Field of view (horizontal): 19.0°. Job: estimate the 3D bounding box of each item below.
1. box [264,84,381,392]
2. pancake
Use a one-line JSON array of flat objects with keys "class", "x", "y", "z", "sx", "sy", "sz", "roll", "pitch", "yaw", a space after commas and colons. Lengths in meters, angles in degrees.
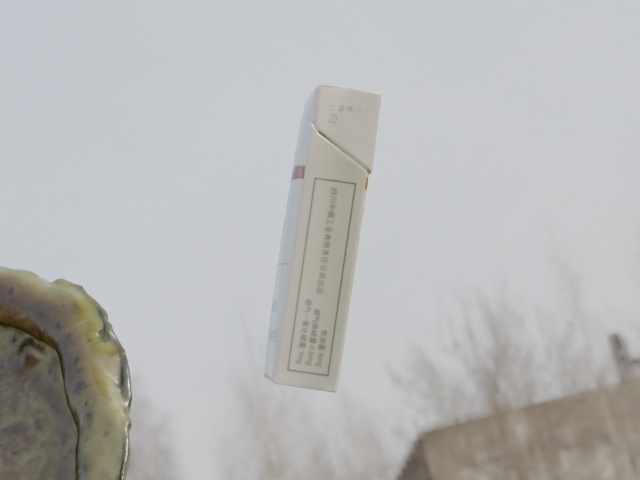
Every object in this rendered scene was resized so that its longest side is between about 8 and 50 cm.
[{"class": "box", "x": -0.001, "y": 0.000, "z": 1.003, "sx": 0.040, "sy": 0.154, "sz": 0.084, "roll": 9, "pitch": -3, "yaw": -2}, {"class": "pancake", "x": -0.082, "y": 0.053, "z": 0.389, "sx": 0.115, "sy": 0.115, "sz": 0.011, "roll": -20, "pitch": -39, "yaw": 20}]
